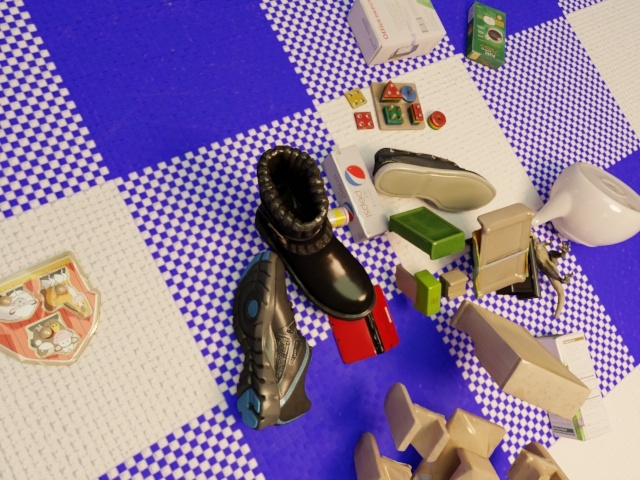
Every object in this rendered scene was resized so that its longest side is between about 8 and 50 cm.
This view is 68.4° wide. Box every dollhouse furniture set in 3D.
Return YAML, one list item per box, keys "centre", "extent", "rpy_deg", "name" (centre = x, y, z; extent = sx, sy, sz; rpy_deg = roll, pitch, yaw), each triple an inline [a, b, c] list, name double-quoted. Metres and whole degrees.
- centre: [0.309, 0.366, 0.975]
  extent: [0.362, 0.256, 0.394]
  rpy_deg: [25, 103, -11]
  name: "dollhouse furniture set"
- centre: [0.324, 0.021, 1.086]
  extent: [0.301, 0.151, 0.198]
  rpy_deg: [-16, 121, -21]
  name: "dollhouse furniture set"

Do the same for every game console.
- centre: [0.096, 0.185, 1.054]
  extent: [0.124, 0.085, 0.144]
  rpy_deg: [-8, 78, -53]
  name: "game console"

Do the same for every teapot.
- centre: [0.711, -0.071, 1.250]
  extent: [0.256, 0.187, 0.252]
  rpy_deg: [36, 37, 11]
  name: "teapot"

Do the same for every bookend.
- centre: [0.455, 0.068, 1.178]
  extent: [0.157, 0.072, 0.156]
  rpy_deg: [3, 75, -18]
  name: "bookend"

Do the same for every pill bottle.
- centre: [0.020, -0.048, 1.073]
  extent: [0.083, 0.043, 0.044]
  rpy_deg: [-14, 81, -21]
  name: "pill bottle"

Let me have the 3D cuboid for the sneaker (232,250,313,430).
- centre: [-0.093, 0.193, 0.948]
  extent: [0.139, 0.125, 0.341]
  rpy_deg: [9, 75, -39]
  name: "sneaker"

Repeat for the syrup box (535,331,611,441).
- centre: [0.602, 0.348, 1.143]
  extent: [0.096, 0.093, 0.237]
  rpy_deg: [-8, 79, -20]
  name: "syrup box"

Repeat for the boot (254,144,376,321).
- centre: [-0.004, 0.002, 0.911]
  extent: [0.348, 0.260, 0.131]
  rpy_deg: [43, 68, 5]
  name: "boot"

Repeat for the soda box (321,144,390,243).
- centre: [0.082, -0.107, 1.097]
  extent: [0.073, 0.069, 0.216]
  rpy_deg: [-20, 84, -23]
  name: "soda box"

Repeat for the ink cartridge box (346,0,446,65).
- centre: [0.199, -0.569, 1.246]
  extent: [0.212, 0.093, 0.154]
  rpy_deg: [-20, 82, -24]
  name: "ink cartridge box"

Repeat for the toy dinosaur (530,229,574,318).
- centre: [0.591, 0.065, 1.201]
  extent: [0.064, 0.118, 0.268]
  rpy_deg: [-18, 81, -12]
  name: "toy dinosaur"

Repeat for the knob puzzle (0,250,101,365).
- centre: [-0.495, 0.138, 0.853]
  extent: [0.213, 0.030, 0.213]
  rpy_deg: [5, 74, -18]
  name: "knob puzzle"

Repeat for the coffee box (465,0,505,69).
- centre: [0.486, -0.602, 1.382]
  extent: [0.113, 0.040, 0.184]
  rpy_deg: [12, 72, -15]
  name: "coffee box"

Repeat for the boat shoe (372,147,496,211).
- centre: [0.276, -0.157, 1.154]
  extent: [0.339, 0.127, 0.113]
  rpy_deg: [4, 49, -19]
  name: "boat shoe"

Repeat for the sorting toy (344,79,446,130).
- centre: [0.200, -0.354, 1.215]
  extent: [0.274, 0.046, 0.132]
  rpy_deg: [-6, 78, -20]
  name: "sorting toy"
